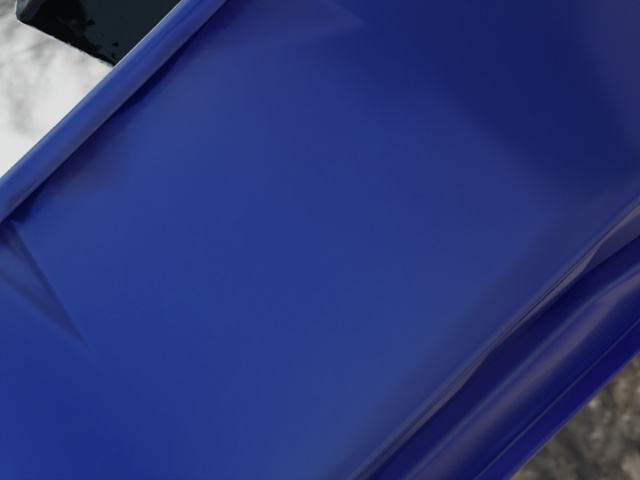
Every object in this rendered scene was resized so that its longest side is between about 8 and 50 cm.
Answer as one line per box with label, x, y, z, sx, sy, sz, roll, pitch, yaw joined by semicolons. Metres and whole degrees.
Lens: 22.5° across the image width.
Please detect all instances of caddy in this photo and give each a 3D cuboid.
caddy;0.000;0.000;0.544;0.179;0.341;0.241;46;-179;19

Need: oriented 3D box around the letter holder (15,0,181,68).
letter holder;-0.020;-0.188;1.007;0.302;0.152;0.214;25;-141;-32
